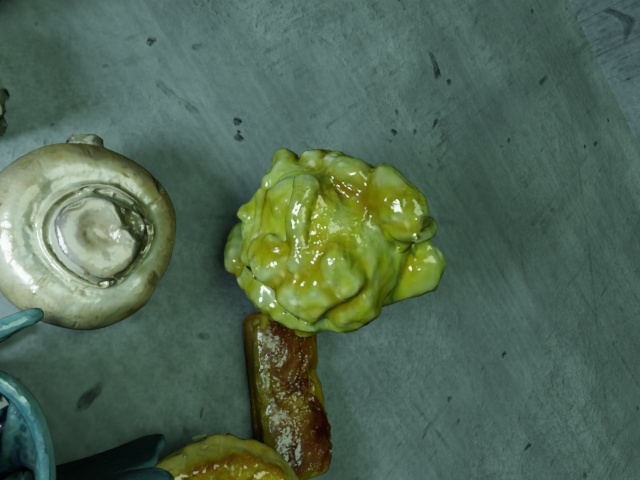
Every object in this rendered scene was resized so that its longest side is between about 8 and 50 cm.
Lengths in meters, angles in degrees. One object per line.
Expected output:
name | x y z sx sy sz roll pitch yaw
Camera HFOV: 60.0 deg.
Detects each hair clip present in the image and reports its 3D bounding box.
hair clip | -0.347 0.218 0.564 0.392 0.318 0.239 -24 92 -34

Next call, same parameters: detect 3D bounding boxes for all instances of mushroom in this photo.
mushroom | -0.307 -0.014 0.719 0.254 0.184 0.255 0 90 -24

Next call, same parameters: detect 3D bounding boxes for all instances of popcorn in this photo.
popcorn | 0.004 0.004 0.838 0.279 0.335 0.274 -41 122 -3

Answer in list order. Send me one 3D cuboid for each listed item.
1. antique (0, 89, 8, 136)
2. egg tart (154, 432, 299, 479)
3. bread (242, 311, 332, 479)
antique | -0.528 -0.150 0.624 0.284 0.125 0.150 -32 99 -35
egg tart | -0.164 0.431 0.750 0.341 0.132 0.342 8 76 -32
bread | -0.048 0.247 0.904 0.139 0.077 0.271 2 76 -37
